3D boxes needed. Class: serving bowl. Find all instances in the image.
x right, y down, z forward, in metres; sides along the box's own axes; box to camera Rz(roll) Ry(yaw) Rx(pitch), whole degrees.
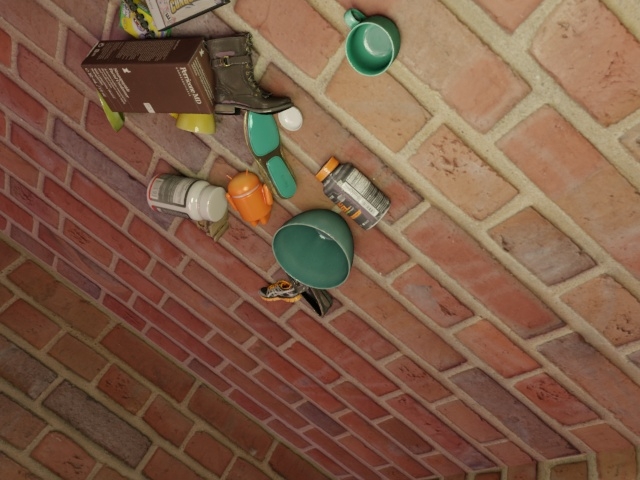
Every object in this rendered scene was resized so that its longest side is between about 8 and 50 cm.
[{"bbox_3d":[-0.091,-0.392,1.437,0.083,0.027,0.084,16,135,16],"label":"serving bowl"}]

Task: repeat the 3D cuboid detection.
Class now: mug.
[{"bbox_3d":[0.136,-0.512,1.152,0.129,0.097,0.158,7,131,25],"label":"mug"}]

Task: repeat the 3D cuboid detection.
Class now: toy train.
[{"bbox_3d":[-0.551,-0.671,1.390,0.036,0.027,0.158,-4,127,43],"label":"toy train"}]

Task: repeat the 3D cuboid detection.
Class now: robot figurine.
[{"bbox_3d":[-0.257,-0.159,1.669,0.158,0.128,0.220,23,145,51],"label":"robot figurine"}]

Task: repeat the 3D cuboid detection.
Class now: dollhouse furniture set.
[{"bbox_3d":[-0.476,-0.063,1.877,0.151,0.123,0.144,19,135,14],"label":"dollhouse furniture set"}]

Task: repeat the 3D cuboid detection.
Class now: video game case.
[{"bbox_3d":[-0.404,-0.749,1.261,0.274,0.035,0.249,-3,117,31],"label":"video game case"}]

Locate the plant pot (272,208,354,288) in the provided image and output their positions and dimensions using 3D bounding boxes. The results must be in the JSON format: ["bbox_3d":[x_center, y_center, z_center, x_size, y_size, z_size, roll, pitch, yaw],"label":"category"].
[{"bbox_3d":[0.000,0.000,1.613,0.289,0.196,0.291,15,135,16],"label":"plant pot"}]

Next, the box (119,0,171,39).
[{"bbox_3d":[-0.560,-0.686,1.429,0.179,0.043,0.105,36,135,-2],"label":"box"}]

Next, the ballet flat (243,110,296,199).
[{"bbox_3d":[-0.182,-0.296,1.525,0.123,0.123,0.349,-2,125,31],"label":"ballet flat"}]

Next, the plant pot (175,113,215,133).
[{"bbox_3d":[-0.417,-0.423,1.534,0.134,0.134,0.095,18,111,14],"label":"plant pot"}]

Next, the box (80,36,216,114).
[{"bbox_3d":[-0.520,-0.513,1.431,0.380,0.143,0.191,4,147,15],"label":"box"}]

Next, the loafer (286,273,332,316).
[{"bbox_3d":[-0.054,0.209,1.911,0.267,0.084,0.096,47,135,-15],"label":"loafer"}]

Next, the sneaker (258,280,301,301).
[{"bbox_3d":[-0.181,0.216,2.003,0.214,0.084,0.083,-2,114,26],"label":"sneaker"}]

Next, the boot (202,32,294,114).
[{"bbox_3d":[-0.211,-0.490,1.339,0.262,0.091,0.229,-1,100,-3],"label":"boot"}]

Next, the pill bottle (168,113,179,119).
[{"bbox_3d":[-0.497,-0.445,1.606,0.083,0.043,0.043,33,137,-1],"label":"pill bottle"}]

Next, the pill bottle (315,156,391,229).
[{"bbox_3d":[0.099,-0.159,1.465,0.245,0.130,0.130,41,136,-8],"label":"pill bottle"}]

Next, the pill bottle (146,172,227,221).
[{"bbox_3d":[-0.519,-0.166,1.783,0.282,0.161,0.161,13,133,19],"label":"pill bottle"}]

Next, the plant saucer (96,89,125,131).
[{"bbox_3d":[-0.740,-0.507,1.599,0.037,0.241,0.241,-16,130,-11],"label":"plant saucer"}]
